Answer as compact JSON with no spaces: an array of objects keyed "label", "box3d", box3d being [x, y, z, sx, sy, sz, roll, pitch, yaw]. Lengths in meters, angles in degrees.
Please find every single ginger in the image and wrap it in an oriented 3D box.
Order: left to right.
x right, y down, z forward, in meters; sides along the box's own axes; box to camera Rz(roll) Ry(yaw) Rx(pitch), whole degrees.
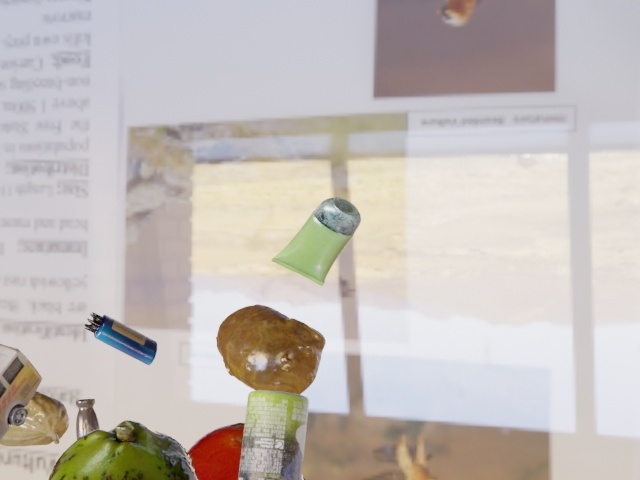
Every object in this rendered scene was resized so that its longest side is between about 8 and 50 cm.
[{"label":"ginger","box3d":[-0.129,0.273,2.391,0.269,0.200,0.223,31,165,-3]}]

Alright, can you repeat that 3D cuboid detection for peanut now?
[{"label":"peanut","box3d":[-0.751,0.413,2.335,0.291,0.143,0.159,17,-169,24]}]

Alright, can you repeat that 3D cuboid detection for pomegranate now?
[{"label":"pomegranate","box3d":[-0.296,0.393,1.421,0.222,0.204,0.276,-2,142,-22]}]

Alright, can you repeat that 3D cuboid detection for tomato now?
[{"label":"tomato","box3d":[-0.166,0.561,2.065,0.290,0.293,0.325,-18,-137,-10]}]

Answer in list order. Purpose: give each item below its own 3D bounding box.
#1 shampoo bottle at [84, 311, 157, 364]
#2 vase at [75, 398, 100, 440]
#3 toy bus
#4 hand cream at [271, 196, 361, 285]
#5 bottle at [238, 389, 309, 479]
[{"label":"shampoo bottle","box3d":[-0.479,0.230,2.320,0.183,0.050,0.087,31,-161,-18]},{"label":"vase","box3d":[-0.519,0.404,2.156,0.053,0.100,0.053,-6,176,0]},{"label":"toy bus","box3d":[-0.677,0.363,1.861,0.097,0.342,0.138,11,140,28]},{"label":"hand cream","box3d":[0.000,0.000,1.519,0.095,0.046,0.175,26,135,-11]},{"label":"bottle","box3d":[-0.078,0.385,1.386,0.093,0.330,0.093,6,164,2]}]
